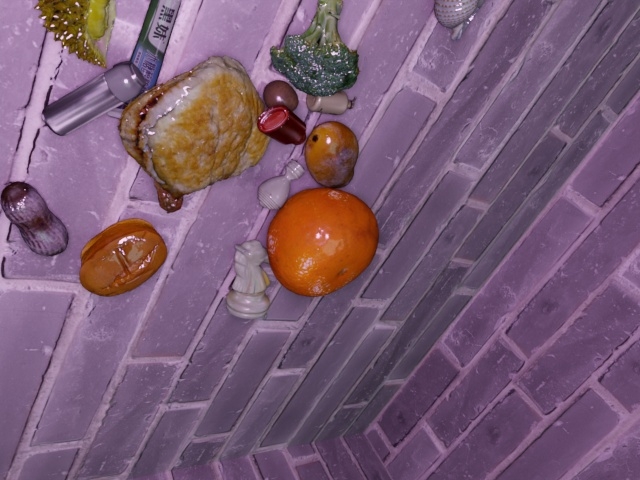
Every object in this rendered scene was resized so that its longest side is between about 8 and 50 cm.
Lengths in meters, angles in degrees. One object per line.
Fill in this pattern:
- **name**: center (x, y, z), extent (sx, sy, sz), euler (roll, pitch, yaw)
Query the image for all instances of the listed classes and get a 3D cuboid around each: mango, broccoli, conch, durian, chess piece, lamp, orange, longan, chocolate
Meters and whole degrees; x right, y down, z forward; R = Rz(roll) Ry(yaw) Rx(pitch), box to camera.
- **mango**: center (0.044, -0.279, 1.647), extent (0.192, 0.146, 0.316), euler (-34, 154, -3)
- **broccoli**: center (0.007, -0.532, 1.330), extent (0.254, 0.269, 0.269), euler (7, 123, -46)
- **conch**: center (0.421, -0.733, 1.501), extent (0.172, 0.131, 0.200), euler (-52, 175, -23)
- **durian**: center (-0.503, -0.557, 1.033), extent (0.352, 0.158, 0.169), euler (-63, 168, 27)
- **chess piece**: center (-0.257, 0.133, 1.820), extent (0.175, 0.175, 0.299), euler (-4, 117, -34)
- **lamp**: center (-0.134, -0.186, 1.630), extent (0.193, 0.106, 0.106), euler (-47, 140, -1)
- **orange**: center (0.000, 0.000, 1.726), extent (0.423, 0.326, 0.424), euler (-27, 152, -16)
- **longan**: center (-0.116, -0.422, 1.422), extent (0.113, 0.113, 0.092), euler (6, 130, -39)
- **chocolate**: center (-0.761, -0.050, 1.293), extent (0.110, 0.110, 0.248), euler (-27, 141, -13)

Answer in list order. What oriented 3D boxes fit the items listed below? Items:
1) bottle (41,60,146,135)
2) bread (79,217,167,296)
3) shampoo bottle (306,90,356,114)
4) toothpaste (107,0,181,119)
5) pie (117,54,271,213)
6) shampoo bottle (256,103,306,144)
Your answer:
- **bottle**: center (-0.546, -0.347, 1.166), extent (0.253, 0.096, 0.079), euler (-26, 162, 7)
- **bread**: center (-0.604, 0.055, 1.479), extent (0.269, 0.143, 0.195), euler (-32, 139, -3)
- **shampoo bottle**: center (0.038, -0.440, 1.531), extent (0.161, 0.079, 0.079), euler (-2, 128, -36)
- **toothpaste**: center (-0.422, -0.463, 1.187), extent (0.098, 0.061, 0.392), euler (11, 122, -36)
- **pie**: center (-0.320, -0.309, 1.328), extent (0.418, 0.180, 0.395), euler (-36, 152, -19)
- **shampoo bottle**: center (-0.101, -0.335, 1.441), extent (0.102, 0.064, 0.260), euler (-31, 174, 12)
